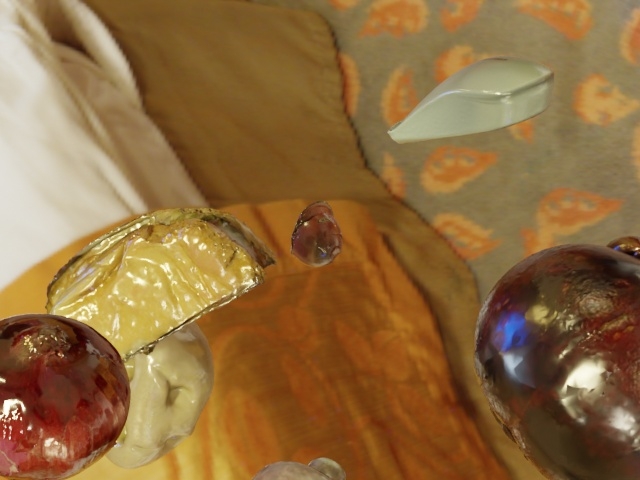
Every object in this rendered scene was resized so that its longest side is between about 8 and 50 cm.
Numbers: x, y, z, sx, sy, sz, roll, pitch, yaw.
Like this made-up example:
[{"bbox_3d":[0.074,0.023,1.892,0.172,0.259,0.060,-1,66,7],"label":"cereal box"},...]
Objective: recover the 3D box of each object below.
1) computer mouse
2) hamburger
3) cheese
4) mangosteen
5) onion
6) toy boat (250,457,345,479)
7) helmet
[{"bbox_3d":[0.178,-0.170,1.582,0.231,0.128,0.079,-9,102,50],"label":"computer mouse"},{"bbox_3d":[-0.180,0.046,1.342,0.262,0.124,0.131,-30,98,14],"label":"hamburger"},{"bbox_3d":[-0.212,0.155,1.604,0.218,0.117,0.235,-8,86,55],"label":"cheese"},{"bbox_3d":[0.161,0.064,0.717,0.152,0.152,0.152,1,93,28],"label":"mangosteen"},{"bbox_3d":[-0.195,0.109,0.928,0.131,0.131,0.131,1,93,28],"label":"onion"},{"bbox_3d":[0.018,0.265,1.128,0.155,0.085,0.227,8,140,47],"label":"toy boat"},{"bbox_3d":[0.001,0.000,1.601,0.049,0.065,0.084,45,140,37],"label":"helmet"}]
